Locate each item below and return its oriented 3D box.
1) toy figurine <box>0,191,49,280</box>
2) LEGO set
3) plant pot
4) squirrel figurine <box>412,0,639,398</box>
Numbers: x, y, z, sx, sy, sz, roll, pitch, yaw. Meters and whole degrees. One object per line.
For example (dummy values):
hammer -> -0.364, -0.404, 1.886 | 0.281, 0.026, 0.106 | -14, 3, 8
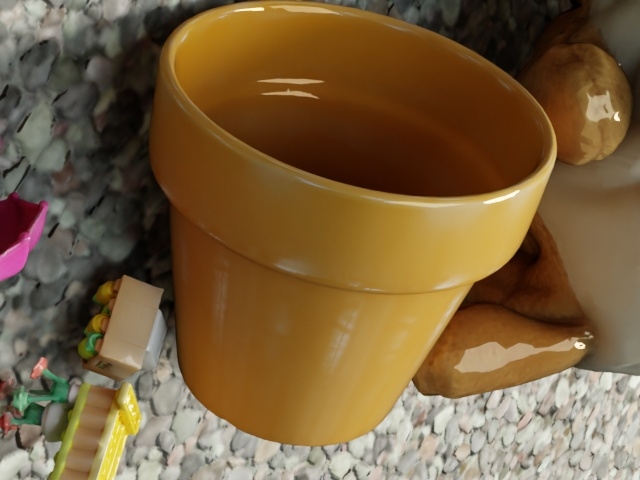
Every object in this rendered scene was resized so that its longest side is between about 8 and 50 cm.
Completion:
toy figurine -> -0.181, -0.042, 0.586 | 0.159, 0.130, 0.173 | 46, 46, -61
LEGO set -> -0.162, 0.156, 0.706 | 0.132, 0.107, 0.287 | -38, 138, -80
plant pot -> 0.000, 0.000, 0.731 | 0.205, 0.205, 0.188 | -19, 136, -42
squirrel figurine -> 0.223, -0.114, 0.900 | 0.397, 0.281, 0.370 | -24, 111, -70
